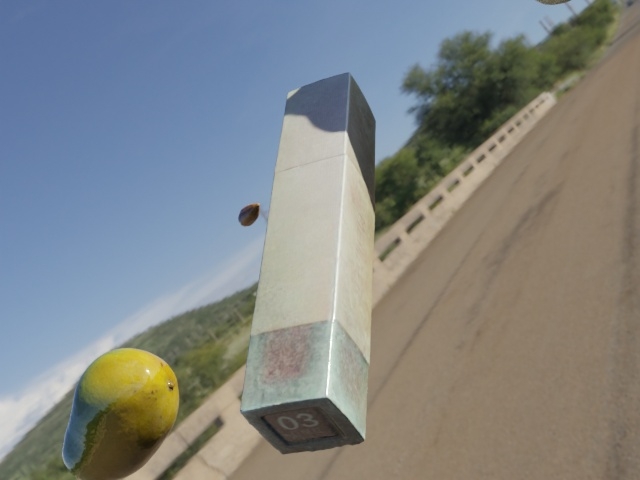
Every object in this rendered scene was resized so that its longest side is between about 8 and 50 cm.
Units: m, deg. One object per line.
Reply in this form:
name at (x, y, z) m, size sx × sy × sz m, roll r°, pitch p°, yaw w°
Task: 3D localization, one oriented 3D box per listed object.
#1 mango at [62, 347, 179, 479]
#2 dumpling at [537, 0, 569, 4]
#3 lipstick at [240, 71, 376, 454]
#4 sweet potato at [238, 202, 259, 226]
mango at (-0.307, 0.273, 1.224) m, size 0.251 × 0.156 × 0.114 m, roll -60°, pitch 3°, yaw 17°
dumpling at (0.188, -0.318, 0.714) m, size 0.162 × 0.250 × 0.132 m, roll -49°, pitch 4°, yaw 28°
lipstick at (0.000, 0.000, 0.727) m, size 0.079 × 0.076 × 0.371 m, roll -15°, pitch 45°, yaw 21°
sweet potato at (-0.126, -0.046, 1.436) m, size 0.034 × 0.034 × 0.095 m, roll -37°, pitch -5°, yaw -27°
